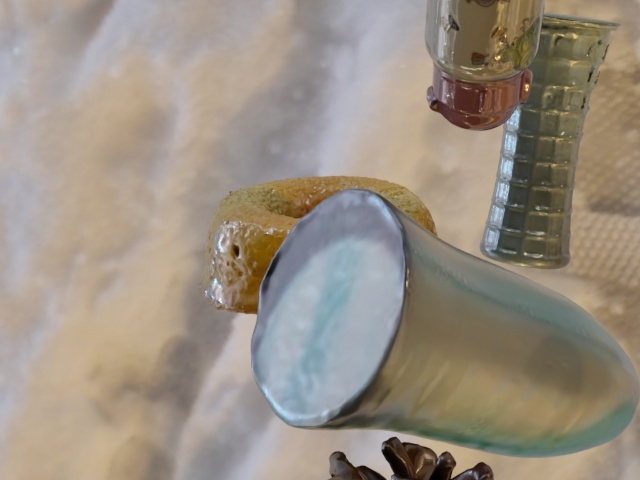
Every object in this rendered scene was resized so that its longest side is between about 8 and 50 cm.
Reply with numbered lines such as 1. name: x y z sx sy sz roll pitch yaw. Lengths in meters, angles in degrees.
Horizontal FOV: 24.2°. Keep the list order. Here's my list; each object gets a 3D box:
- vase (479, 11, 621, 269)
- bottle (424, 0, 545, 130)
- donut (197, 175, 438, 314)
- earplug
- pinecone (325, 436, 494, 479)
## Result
1. vase: 0.267 -0.121 1.783 0.143 0.143 0.299 12 102 29
2. bottle: 0.163 -0.226 1.470 0.120 0.120 0.253 24 135 26
3. donut: 0.000 0.000 1.691 0.302 0.303 0.110 6 107 31
4. earplug: 0.127 0.091 1.193 0.185 0.324 0.185 -28 53 45
5. pinecone: 0.023 0.278 1.003 0.244 0.244 0.309 29 78 24
